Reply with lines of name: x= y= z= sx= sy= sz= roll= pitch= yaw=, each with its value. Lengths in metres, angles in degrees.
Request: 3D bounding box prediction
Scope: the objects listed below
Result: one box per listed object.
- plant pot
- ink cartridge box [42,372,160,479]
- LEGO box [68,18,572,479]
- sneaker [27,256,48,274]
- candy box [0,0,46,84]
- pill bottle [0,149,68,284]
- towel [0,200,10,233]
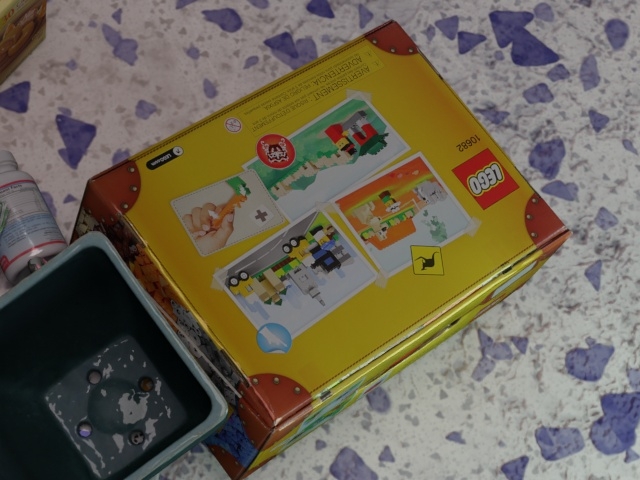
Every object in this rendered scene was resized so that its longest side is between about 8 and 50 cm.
plant pot: x=-0.252 y=0.175 z=1.654 sx=0.247 sy=0.252 sz=0.248 roll=-37 pitch=79 yaw=-3
ink cartridge box: x=-0.371 y=0.218 z=1.796 sx=0.371 sy=0.069 sz=0.176 roll=11 pitch=67 yaw=-9
LEGO box: x=0.000 y=0.000 z=1.858 sx=0.500 sy=0.193 sz=0.372 roll=-31 pitch=76 yaw=-29
sneaker: x=-0.349 y=0.073 z=1.842 sx=0.057 sy=0.119 sz=0.047 roll=-16 pitch=37 yaw=-3
candy box: x=-0.480 y=-0.224 z=1.896 sx=0.087 sy=0.183 sz=0.316 roll=36 pitch=66 yaw=6
pill bottle: x=-0.390 y=-0.031 z=1.885 sx=0.087 sy=0.087 sz=0.160 roll=-24 pitch=73 yaw=-19
towel: x=-0.471 y=-0.014 z=1.850 sx=0.152 sy=0.023 sz=0.113 roll=18 pitch=88 yaw=19
